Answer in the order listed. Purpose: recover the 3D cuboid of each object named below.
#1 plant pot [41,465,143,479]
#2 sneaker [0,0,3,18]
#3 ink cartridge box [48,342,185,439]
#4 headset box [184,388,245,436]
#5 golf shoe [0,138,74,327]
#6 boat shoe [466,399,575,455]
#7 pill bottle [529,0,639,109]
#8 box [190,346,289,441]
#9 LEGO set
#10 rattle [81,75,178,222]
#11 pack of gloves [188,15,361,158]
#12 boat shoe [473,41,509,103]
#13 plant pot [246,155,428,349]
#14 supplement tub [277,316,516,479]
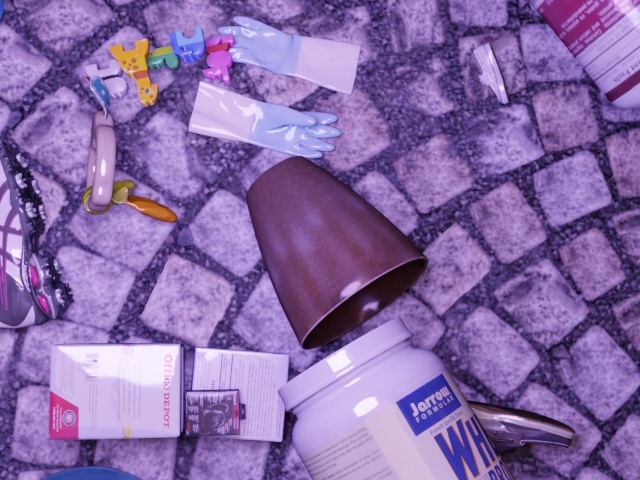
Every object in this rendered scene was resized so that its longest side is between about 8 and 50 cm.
[{"bbox_3d":[-0.321,0.447,1.173,0.271,0.255,0.271,1,84,-5],"label":"plant pot"},{"bbox_3d":[-0.526,-0.432,1.329,0.092,0.087,0.228,-4,83,-4],"label":"sneaker"},{"bbox_3d":[-0.278,0.207,1.265,0.176,0.127,0.128,1,83,-5],"label":"ink cartridge box"},{"bbox_3d":[-0.145,0.237,1.250,0.083,0.032,0.062,-1,86,-6],"label":"headset box"},{"bbox_3d":[-0.447,-0.008,1.287,0.120,0.105,0.273,-16,85,0],"label":"golf shoe"},{"bbox_3d":[0.259,0.282,1.338,0.223,0.080,0.073,12,89,1],"label":"boat shoe"},{"bbox_3d":[0.474,-0.340,1.344,0.224,0.224,0.392,-39,89,-8],"label":"pill bottle"},{"bbox_3d":[-0.119,0.220,1.307,0.137,0.072,0.126,5,84,-5],"label":"box"},{"bbox_3d":[-0.233,-0.243,1.325,0.227,0.087,0.093,-12,83,0],"label":"LEGO set"},{"bbox_3d":[-0.275,-0.136,1.312,0.143,0.130,0.199,3,75,-5],"label":"rattle"},{"bbox_3d":[-0.066,-0.236,1.373,0.232,0.046,0.195,13,84,-4],"label":"pack of gloves"},{"bbox_3d":[0.265,-0.257,1.415,0.035,0.035,0.100,-20,90,20],"label":"boat shoe"},{"bbox_3d":[0.000,0.000,1.291,0.215,0.215,0.230,-33,73,-8],"label":"plant pot"},{"bbox_3d":[0.108,0.292,1.213,0.235,0.235,0.325,-30,81,-8],"label":"supplement tub"}]
